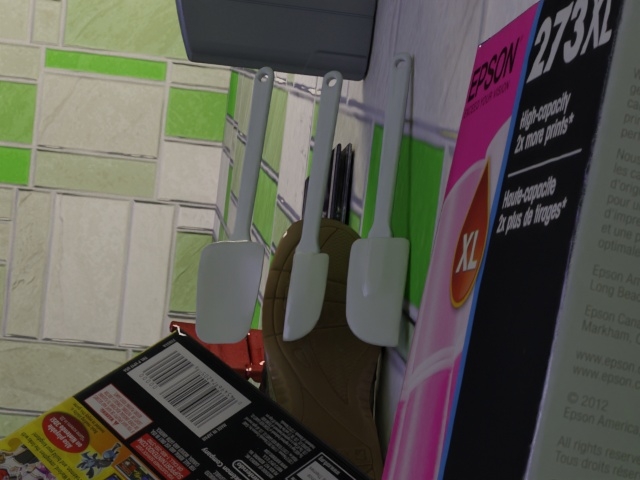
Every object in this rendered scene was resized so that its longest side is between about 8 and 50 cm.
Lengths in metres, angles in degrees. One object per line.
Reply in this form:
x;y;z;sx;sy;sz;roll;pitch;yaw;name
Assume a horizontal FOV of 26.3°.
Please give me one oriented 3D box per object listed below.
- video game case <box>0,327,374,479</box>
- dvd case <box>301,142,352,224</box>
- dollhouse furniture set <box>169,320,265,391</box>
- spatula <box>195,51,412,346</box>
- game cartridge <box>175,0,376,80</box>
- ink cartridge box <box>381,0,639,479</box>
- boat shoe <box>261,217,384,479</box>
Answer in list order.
-0.116;0.192;0.938;0.275;0.248;0.035;33;144;41;video game case
0.000;0.000;1.405;0.221;0.018;0.164;141;136;-79;dvd case
-0.074;0.234;1.284;0.374;0.152;0.201;-112;29;-72;dollhouse furniture set
-0.008;-0.035;1.063;0.019;0.168;0.242;41;-129;-59;spatula
-0.037;-0.302;1.254;0.060;0.196;0.294;-126;41;-78;game cartridge
0.090;0.010;0.506;0.176;0.069;0.371;154;132;-78;ink cartridge box
-0.003;0.120;1.080;0.092;0.103;0.285;120;149;-58;boat shoe
